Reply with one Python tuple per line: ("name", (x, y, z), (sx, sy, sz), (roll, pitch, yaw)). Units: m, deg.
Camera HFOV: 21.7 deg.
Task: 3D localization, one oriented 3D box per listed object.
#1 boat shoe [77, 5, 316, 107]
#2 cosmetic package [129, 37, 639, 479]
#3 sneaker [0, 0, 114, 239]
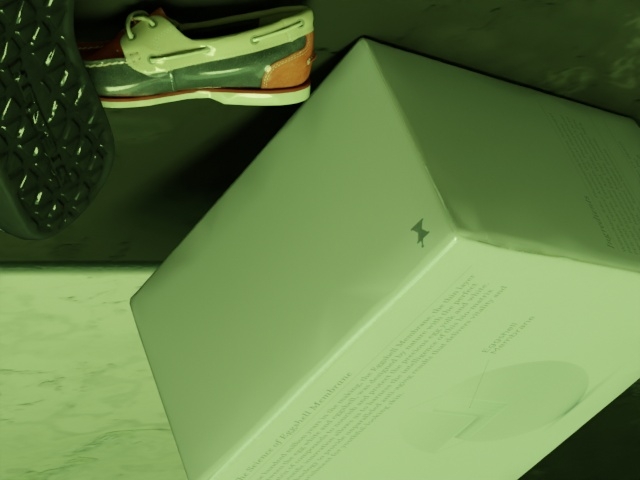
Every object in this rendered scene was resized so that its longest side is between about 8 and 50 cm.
("boat shoe", (-0.069, -0.087, 0.771), (0.137, 0.049, 0.043), (-1, 117, -11))
("cosmetic package", (0.057, 0.030, 0.918), (0.225, 0.138, 0.224), (10, 135, -42))
("sneaker", (-0.152, -0.087, 0.674), (0.084, 0.097, 0.234), (-44, 153, -29))
